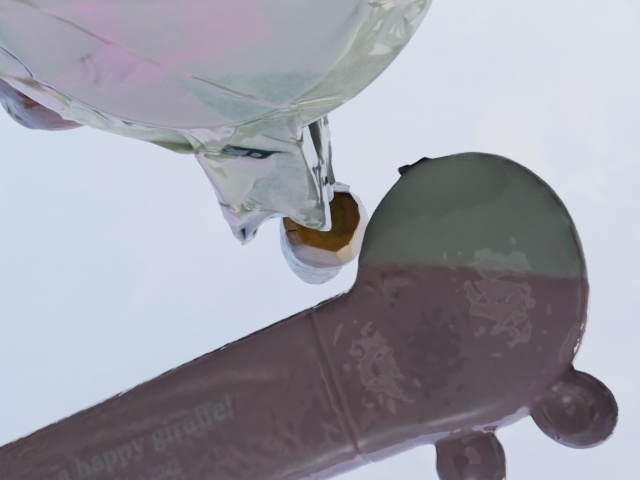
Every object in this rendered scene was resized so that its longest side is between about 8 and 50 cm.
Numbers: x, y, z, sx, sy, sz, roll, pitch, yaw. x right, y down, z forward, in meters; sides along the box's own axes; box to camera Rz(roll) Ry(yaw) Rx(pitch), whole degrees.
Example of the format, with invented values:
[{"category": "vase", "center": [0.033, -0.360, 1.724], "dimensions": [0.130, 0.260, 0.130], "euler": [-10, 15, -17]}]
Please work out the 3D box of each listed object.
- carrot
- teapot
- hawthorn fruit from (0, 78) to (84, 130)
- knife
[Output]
[{"category": "carrot", "center": [0.000, 0.000, 0.880], "dimensions": [0.070, 0.260, 0.070], "euler": [0, -98, -2]}, {"category": "teapot", "center": [-0.025, -0.128, 0.391], "dimensions": [0.163, 0.221, 0.178], "euler": [-27, -137, 28]}, {"category": "hawthorn fruit", "center": [-0.233, -0.236, 0.981], "dimensions": [0.224, 0.261, 0.224], "euler": [35, -162, -13]}, {"category": "knife", "center": [-0.065, 0.092, 0.467], "dimensions": [0.398, 0.038, 0.132], "euler": [-26, -107, 18]}]
